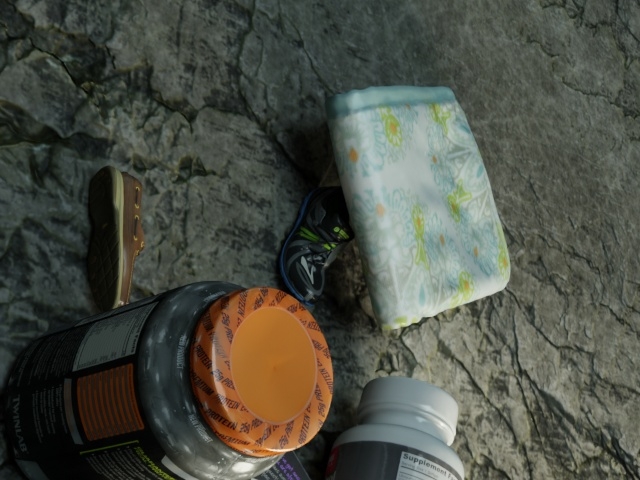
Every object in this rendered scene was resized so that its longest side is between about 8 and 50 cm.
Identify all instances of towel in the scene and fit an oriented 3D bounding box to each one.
[{"bbox_3d":[0.145,-0.057,1.962,0.374,0.090,0.321,-11,84,-61],"label":"towel"}]

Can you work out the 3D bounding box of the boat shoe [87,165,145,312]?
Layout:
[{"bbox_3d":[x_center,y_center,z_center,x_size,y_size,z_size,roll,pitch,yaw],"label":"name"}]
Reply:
[{"bbox_3d":[-0.232,0.001,1.632,0.060,0.064,0.178,14,65,-40],"label":"boat shoe"}]

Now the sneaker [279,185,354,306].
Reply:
[{"bbox_3d":[0.000,0.000,1.858,0.067,0.078,0.188,39,53,-30],"label":"sneaker"}]

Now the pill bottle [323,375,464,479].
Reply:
[{"bbox_3d":[0.084,0.341,1.759,0.176,0.176,0.318,37,53,-32],"label":"pill bottle"}]

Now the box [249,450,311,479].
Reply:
[{"bbox_3d":[-0.135,0.350,1.541,0.270,0.165,0.143,-43,108,-45],"label":"box"}]

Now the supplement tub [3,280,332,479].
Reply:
[{"bbox_3d":[-0.160,0.160,1.452,0.207,0.338,0.207,17,66,-42],"label":"supplement tub"}]
